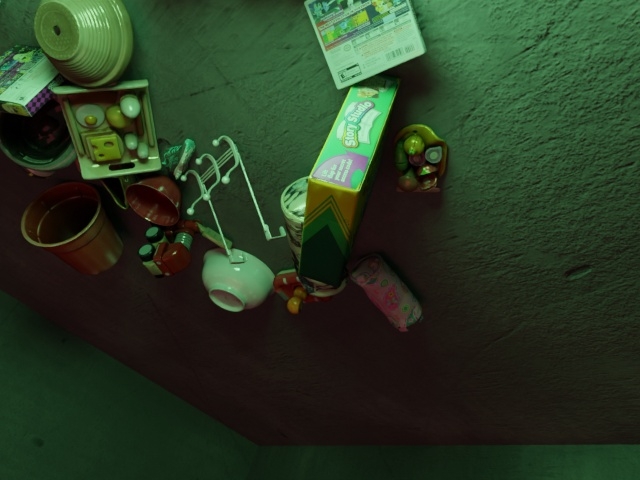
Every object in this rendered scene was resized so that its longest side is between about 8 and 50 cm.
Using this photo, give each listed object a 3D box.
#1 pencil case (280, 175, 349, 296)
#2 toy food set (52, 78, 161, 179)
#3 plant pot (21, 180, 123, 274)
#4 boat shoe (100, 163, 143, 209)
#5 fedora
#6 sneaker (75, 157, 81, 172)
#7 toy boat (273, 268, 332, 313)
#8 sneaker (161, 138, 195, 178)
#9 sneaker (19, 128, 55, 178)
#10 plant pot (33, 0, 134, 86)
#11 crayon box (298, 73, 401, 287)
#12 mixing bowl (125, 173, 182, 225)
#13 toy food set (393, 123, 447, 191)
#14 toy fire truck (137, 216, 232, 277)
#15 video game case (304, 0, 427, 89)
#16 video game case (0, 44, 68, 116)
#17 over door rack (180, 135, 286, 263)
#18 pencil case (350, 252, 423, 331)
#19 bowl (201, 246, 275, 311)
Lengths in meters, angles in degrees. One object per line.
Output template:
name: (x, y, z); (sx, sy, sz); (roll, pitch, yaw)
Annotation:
pencil case: (0.000, 0.000, 1.437); (0.160, 0.183, 0.410); (47, 160, 32)
toy food set: (-0.554, -0.289, 1.327); (0.219, 0.092, 0.306); (-12, 146, -19)
plant pot: (-0.856, -0.023, 1.775); (0.272, 0.273, 0.265); (11, 149, 14)
boat shoe: (-0.642, -0.228, 1.527); (0.110, 0.104, 0.307); (2, 138, 25)
fedora: (-0.777, -0.331, 1.409); (0.243, 0.124, 0.275); (35, 110, -18)
sneaker: (-0.741, -0.260, 1.550); (0.134, 0.051, 0.070); (46, 142, 26)
toy boat: (-0.068, 0.187, 1.716); (0.231, 0.151, 0.151); (-13, 132, 37)
sneaker: (-0.417, -0.244, 1.436); (0.076, 0.065, 0.166); (35, 140, -10)
sneaker: (-0.933, -0.372, 1.501); (0.147, 0.145, 0.385); (-33, 119, 14)
plant pot: (-0.550, -0.464, 1.108); (0.237, 0.110, 0.238); (5, 110, 15)
crayon box: (0.063, -0.135, 1.083); (0.106, 0.363, 0.313); (17, 143, 5)
mixing bowl: (-0.509, -0.142, 1.572); (0.181, 0.098, 0.181); (14, 142, 11)
toy food set: (0.233, -0.171, 1.196); (0.128, 0.071, 0.218); (8, 141, 17)
toy fire truck: (-0.443, 0.016, 1.659); (0.246, 0.217, 0.159); (-8, 136, 13)
video game case: (0.084, -0.414, 0.961); (0.201, 0.023, 0.184); (-11, 110, 36)
video game case: (-0.751, -0.410, 1.255); (0.210, 0.232, 0.042); (11, 143, 13)
over door rack: (-0.267, -0.097, 1.408); (0.239, 0.108, 0.324); (-28, 91, 46)
pencil case: (0.214, 0.169, 1.584); (0.124, 0.124, 0.284); (-14, 130, 37)
bowl: (-0.321, 0.169, 1.835); (0.297, 0.134, 0.298); (14, 143, 11)
